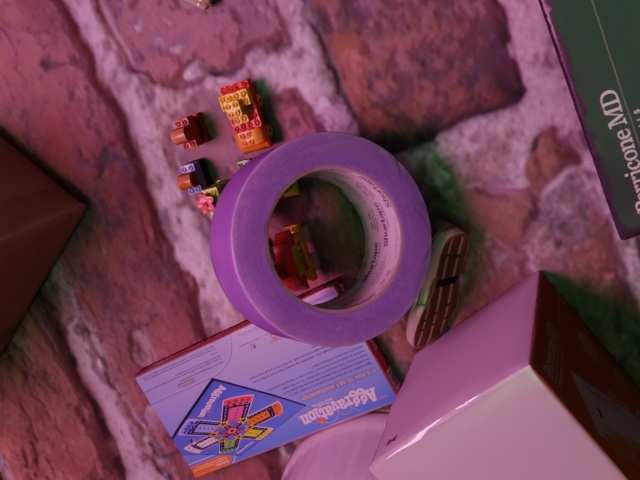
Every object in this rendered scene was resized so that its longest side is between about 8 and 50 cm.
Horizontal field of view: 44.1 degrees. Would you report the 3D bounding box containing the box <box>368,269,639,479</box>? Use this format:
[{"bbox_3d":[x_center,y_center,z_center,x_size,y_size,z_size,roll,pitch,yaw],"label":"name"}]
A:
[{"bbox_3d":[0.234,0.233,0.704,0.168,0.215,0.345,-40,93,24],"label":"box"}]

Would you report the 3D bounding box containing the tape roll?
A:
[{"bbox_3d":[0.000,0.000,0.718,0.189,0.080,0.188,1,87,-20],"label":"tape roll"}]

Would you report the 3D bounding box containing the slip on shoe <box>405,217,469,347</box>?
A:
[{"bbox_3d":[0.107,0.042,0.778,0.041,0.052,0.135,42,133,45],"label":"slip on shoe"}]

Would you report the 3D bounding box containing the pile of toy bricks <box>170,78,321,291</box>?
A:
[{"bbox_3d":[-0.085,-0.040,0.775,0.118,0.105,0.212,-14,103,22],"label":"pile of toy bricks"}]

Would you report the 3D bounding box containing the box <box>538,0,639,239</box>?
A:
[{"bbox_3d":[0.309,-0.220,0.549,0.313,0.179,0.343,-18,101,21],"label":"box"}]

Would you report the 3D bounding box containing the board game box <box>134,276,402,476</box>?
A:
[{"bbox_3d":[-0.063,0.159,0.877,0.281,0.027,0.145,-26,97,23],"label":"board game box"}]

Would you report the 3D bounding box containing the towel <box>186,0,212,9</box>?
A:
[{"bbox_3d":[-0.132,-0.304,0.745,0.110,0.027,0.148,21,113,9],"label":"towel"}]

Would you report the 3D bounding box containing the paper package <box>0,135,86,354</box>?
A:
[{"bbox_3d":[-0.445,0.055,0.801,0.168,0.325,0.309,39,114,2],"label":"paper package"}]

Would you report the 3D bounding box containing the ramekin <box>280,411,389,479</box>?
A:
[{"bbox_3d":[0.066,0.337,0.836,0.277,0.135,0.277,5,110,16],"label":"ramekin"}]
